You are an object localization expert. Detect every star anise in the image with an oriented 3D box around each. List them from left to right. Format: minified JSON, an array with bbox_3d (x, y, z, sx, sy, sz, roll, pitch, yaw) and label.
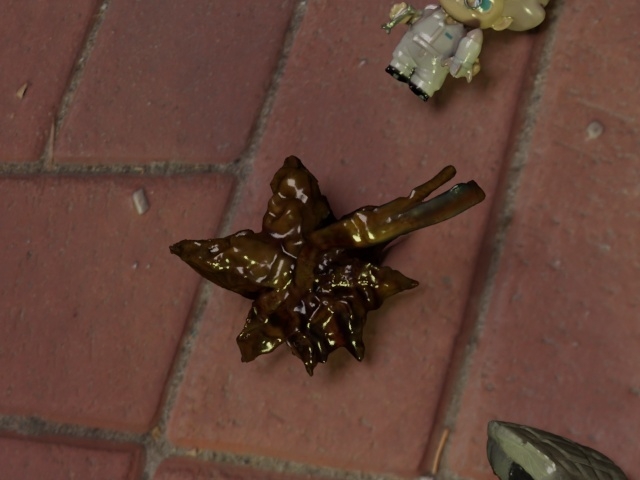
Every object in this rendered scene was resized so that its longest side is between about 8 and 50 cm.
[{"bbox_3d":[0.009,0.003,1.355,0.346,0.148,0.237,-16,57,40],"label":"star anise"}]

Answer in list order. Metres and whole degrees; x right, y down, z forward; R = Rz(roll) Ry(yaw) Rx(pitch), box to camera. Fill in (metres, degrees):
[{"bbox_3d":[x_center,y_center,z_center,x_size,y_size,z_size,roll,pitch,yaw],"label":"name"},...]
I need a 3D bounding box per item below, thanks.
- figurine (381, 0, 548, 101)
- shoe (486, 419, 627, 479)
[{"bbox_3d":[0.155,-0.243,1.427,0.137,0.112,0.229,38,96,16],"label":"figurine"},{"bbox_3d":[0.187,0.232,1.125,0.227,0.099,0.125,-128,55,-64],"label":"shoe"}]
